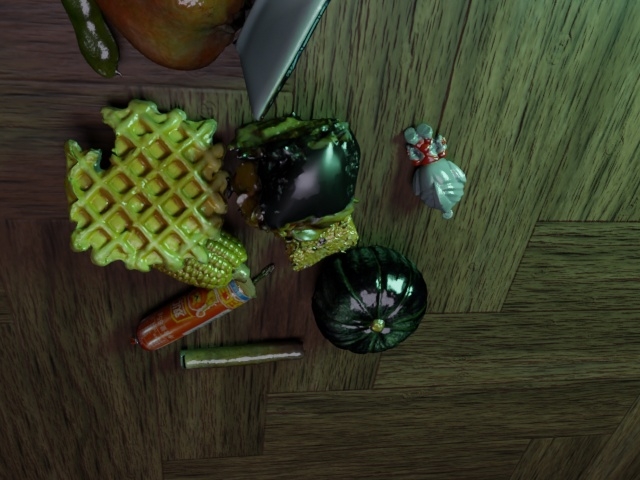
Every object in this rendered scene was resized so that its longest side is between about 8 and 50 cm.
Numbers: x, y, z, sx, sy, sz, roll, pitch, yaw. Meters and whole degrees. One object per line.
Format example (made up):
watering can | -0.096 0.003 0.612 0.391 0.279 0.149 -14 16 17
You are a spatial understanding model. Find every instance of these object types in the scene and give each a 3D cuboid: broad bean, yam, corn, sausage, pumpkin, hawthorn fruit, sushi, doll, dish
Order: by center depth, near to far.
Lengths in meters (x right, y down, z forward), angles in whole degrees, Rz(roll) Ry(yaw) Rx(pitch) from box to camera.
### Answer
hawthorn fruit | -0.204 -0.329 0.744 0.251 0.199 0.199 24 122 -10
dish | -0.046 -0.279 0.780 0.080 0.243 0.182 29 120 -10
broad bean | -0.325 -0.330 0.797 0.052 0.053 0.256 10 137 32
sushi | -0.038 -0.088 0.965 0.200 0.213 0.204 3 117 16
corn | -0.260 -0.006 1.030 0.321 0.119 0.119 26 120 -21
doll | 0.196 -0.116 1.051 0.094 0.079 0.180 -15 118 22
pumpkin | 0.091 0.112 1.158 0.220 0.162 0.221 -5 124 -8
sausage | -0.254 0.139 1.176 0.274 0.074 0.074 -29 128 15
yam | -0.162 0.241 1.289 0.263 0.046 0.046 -3 129 -7

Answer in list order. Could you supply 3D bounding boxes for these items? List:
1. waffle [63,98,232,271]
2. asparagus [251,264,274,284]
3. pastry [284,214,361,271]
waffle | -0.258 -0.081 0.935 0.250 0.056 0.261 1 92 -18
asparagus | -0.148 0.097 1.197 0.166 0.016 0.013 -40 91 22
pastry | 0.000 0.000 1.119 0.140 0.056 0.080 -23 119 7
